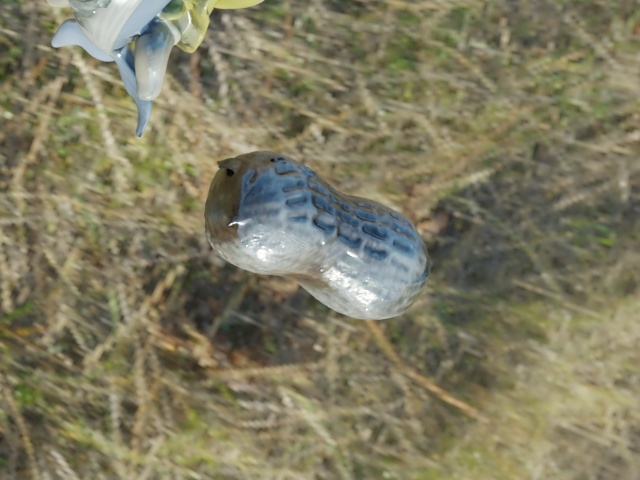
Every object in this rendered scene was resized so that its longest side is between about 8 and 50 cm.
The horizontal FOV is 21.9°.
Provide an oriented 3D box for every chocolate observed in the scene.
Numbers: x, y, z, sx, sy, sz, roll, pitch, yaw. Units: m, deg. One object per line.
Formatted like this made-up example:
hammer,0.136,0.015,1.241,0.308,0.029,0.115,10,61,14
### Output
chocolate,0.000,0.000,1.406,0.248,0.110,0.110,22,89,-37

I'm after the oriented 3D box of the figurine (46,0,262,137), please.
figurine,-0.089,-0.173,1.027,0.184,0.128,0.208,-14,146,-54
